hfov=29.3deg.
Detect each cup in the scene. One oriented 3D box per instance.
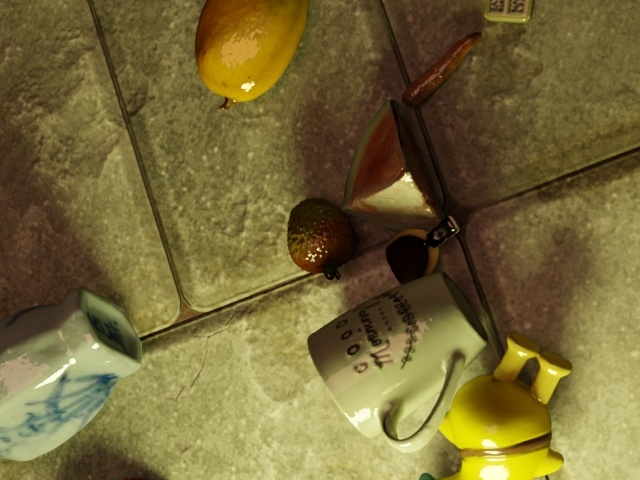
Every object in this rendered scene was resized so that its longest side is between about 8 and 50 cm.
[{"bbox_3d":[0.135,0.189,1.840,0.234,0.186,0.258,-33,46,12],"label":"cup"}]

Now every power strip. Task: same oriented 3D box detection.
[{"bbox_3d":[0.298,-0.421,1.889,0.076,0.028,0.169,7,91,23],"label":"power strip"}]

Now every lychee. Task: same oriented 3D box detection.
[{"bbox_3d":[0.000,0.000,1.954,0.114,0.114,0.147,-29,68,19],"label":"lychee"}]

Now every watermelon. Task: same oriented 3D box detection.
[{"bbox_3d":[0.136,-0.113,1.889,0.202,0.136,0.207,14,102,62],"label":"watermelon"}]

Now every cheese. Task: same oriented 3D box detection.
[{"bbox_3d":[0.161,0.008,1.889,0.086,0.036,0.162,63,143,13],"label":"cheese"}]

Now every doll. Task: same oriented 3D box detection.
[{"bbox_3d":[0.253,0.320,1.833,0.199,0.145,0.363,29,106,15],"label":"doll"}]

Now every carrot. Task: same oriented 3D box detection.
[{"bbox_3d":[0.192,-0.269,1.926,0.165,0.035,0.036,-42,75,13],"label":"carrot"}]

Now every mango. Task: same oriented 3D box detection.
[{"bbox_3d":[-0.109,-0.362,2.011,0.176,0.119,0.317,25,89,23],"label":"mango"}]

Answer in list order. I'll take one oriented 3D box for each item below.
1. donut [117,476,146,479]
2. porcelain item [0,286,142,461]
[{"bbox_3d":[-0.326,0.520,2.087,0.235,0.089,0.235,-1,88,24],"label":"donut"},{"bbox_3d":[-0.511,0.248,2.091,0.405,0.242,0.178,-35,53,13],"label":"porcelain item"}]
